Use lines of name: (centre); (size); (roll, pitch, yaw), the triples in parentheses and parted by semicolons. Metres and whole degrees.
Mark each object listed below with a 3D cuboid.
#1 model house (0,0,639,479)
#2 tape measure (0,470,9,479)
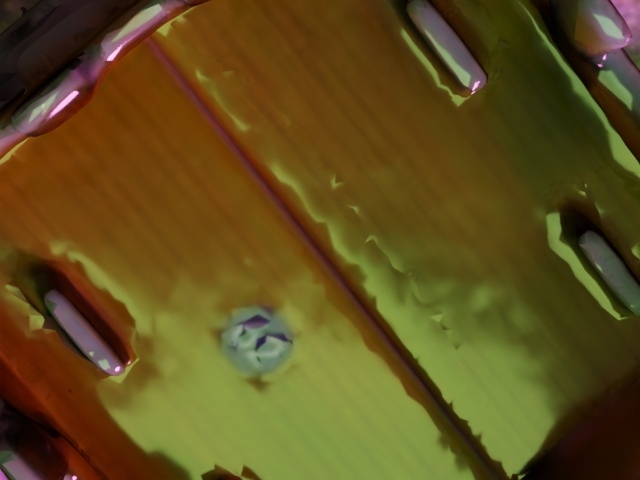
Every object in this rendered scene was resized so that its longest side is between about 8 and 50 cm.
model house: (0.000, 0.000, 0.415); (0.198, 0.215, 0.224); (-40, 103, 2)
tape measure: (-0.179, 0.024, 0.494); (0.105, 0.196, 0.178); (-29, 160, -13)
